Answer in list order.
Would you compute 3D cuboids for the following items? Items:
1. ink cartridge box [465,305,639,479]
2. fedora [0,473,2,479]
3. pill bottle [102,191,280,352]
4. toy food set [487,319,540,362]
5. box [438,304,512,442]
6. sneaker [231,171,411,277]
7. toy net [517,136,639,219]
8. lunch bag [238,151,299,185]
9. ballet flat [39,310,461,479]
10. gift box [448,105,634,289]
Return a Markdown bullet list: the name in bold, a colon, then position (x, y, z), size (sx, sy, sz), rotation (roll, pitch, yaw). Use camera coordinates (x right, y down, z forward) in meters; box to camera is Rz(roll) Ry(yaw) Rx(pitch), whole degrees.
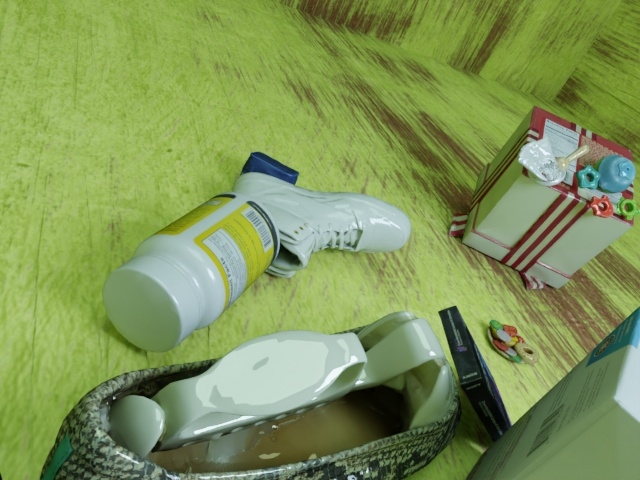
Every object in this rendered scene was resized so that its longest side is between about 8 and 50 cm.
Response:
- **ink cartridge box**: position (0.262, 0.240, 0.454), size (0.197, 0.270, 0.198), rotation (42, 35, 20)
- **fedora**: position (-0.225, 0.211, 0.166), size (0.152, 0.334, 0.334), rotation (-7, 41, -12)
- **pill bottle**: position (-0.142, 0.030, 0.604), size (0.119, 0.119, 0.208), rotation (32, 32, 7)
- **toy food set**: position (0.305, 0.163, 0.830), size (0.082, 0.020, 0.083), rotation (12, 35, -22)
- **box**: position (0.197, 0.173, 0.643), size (0.162, 0.029, 0.116), rotation (54, 18, -32)
- **sneaker**: position (0.000, 0.000, 0.775), size (0.292, 0.108, 0.169), rotation (11, 36, -7)
- **toy net**: position (0.434, -0.105, 0.885), size (0.232, 0.122, 0.045), rotation (9, -6, -8)
- **lunch bag**: position (-0.086, -0.102, 0.884), size (0.098, 0.065, 0.067), rotation (29, 17, 6)
- **ballet flat**: position (0.010, 0.148, 0.487), size (0.482, 0.182, 0.164), rotation (-2, 44, -38)
- **gift box**: position (0.431, -0.067, 1.041), size (0.255, 0.258, 0.276), rotation (29, 54, 4)
